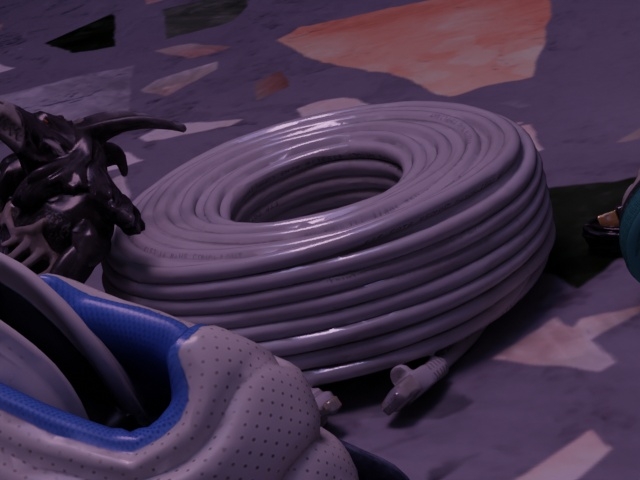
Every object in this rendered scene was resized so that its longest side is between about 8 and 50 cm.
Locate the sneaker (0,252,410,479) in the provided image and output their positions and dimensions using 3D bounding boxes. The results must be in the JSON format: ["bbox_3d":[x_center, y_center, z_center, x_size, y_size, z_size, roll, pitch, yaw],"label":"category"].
[{"bbox_3d":[-0.121,0.104,0.677,0.322,0.236,0.130,0,25,33],"label":"sneaker"}]

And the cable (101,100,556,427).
[{"bbox_3d":[0.000,0.000,1.075,0.257,0.089,0.257,3,27,40],"label":"cable"}]

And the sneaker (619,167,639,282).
[{"bbox_3d":[0.253,-0.004,0.905,0.275,0.107,0.110,-4,40,41],"label":"sneaker"}]

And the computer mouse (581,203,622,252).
[{"bbox_3d":[0.258,-0.047,1.094,0.242,0.041,0.071,-20,22,-12],"label":"computer mouse"}]

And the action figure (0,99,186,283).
[{"bbox_3d":[-0.196,0.010,0.998,0.276,0.141,0.164,-51,35,-12],"label":"action figure"}]
